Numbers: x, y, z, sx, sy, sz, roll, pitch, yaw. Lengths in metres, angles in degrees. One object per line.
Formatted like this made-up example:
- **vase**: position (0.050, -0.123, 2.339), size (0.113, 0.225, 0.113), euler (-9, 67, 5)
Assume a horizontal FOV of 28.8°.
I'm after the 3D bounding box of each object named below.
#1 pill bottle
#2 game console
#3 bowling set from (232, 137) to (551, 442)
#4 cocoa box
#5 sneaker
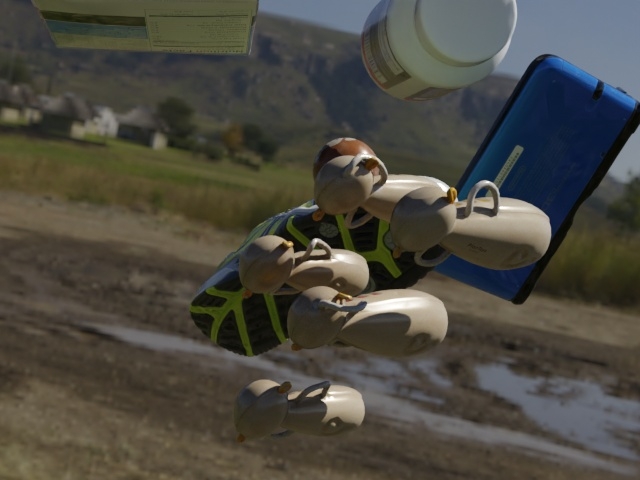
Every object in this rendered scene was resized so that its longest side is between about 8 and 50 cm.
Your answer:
- **pill bottle**: position (0.168, -0.296, 1.765), size (0.176, 0.176, 0.318), euler (10, 0, -9)
- **game console**: position (0.257, -0.087, 1.567), size (0.250, 0.293, 0.173), euler (22, 16, -30)
- **bowling set**: position (0.007, 0.008, 0.940), size (0.154, 0.287, 0.200), euler (8, 40, -48)
- **cocoa box**: position (-0.176, -0.389, 1.315), size (0.231, 0.347, 0.228), euler (1, -6, -5)
- **sneaker**: position (0.000, 0.000, 1.404), size (0.385, 0.147, 0.145), euler (-24, -61, 40)
